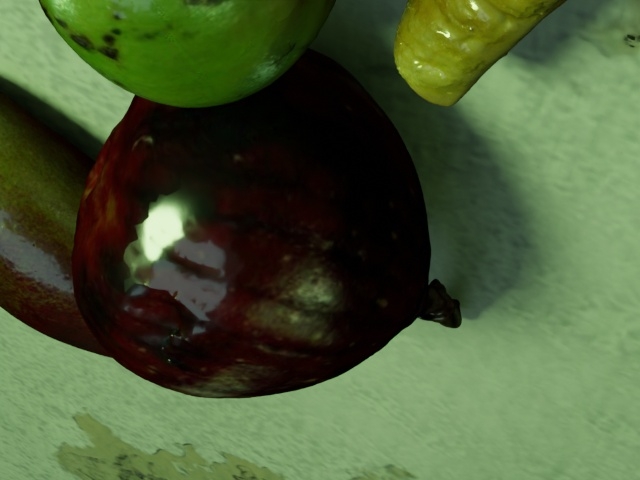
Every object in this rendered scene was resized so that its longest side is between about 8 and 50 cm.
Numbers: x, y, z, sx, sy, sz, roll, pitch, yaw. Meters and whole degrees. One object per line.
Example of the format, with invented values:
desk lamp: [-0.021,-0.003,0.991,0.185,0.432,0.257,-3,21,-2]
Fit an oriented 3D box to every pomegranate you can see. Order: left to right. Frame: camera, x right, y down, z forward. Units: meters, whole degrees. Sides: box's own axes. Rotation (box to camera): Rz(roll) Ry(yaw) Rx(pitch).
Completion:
pomegranate: [-0.077,-0.156,0.601,0.220,0.156,0.156,48,158,31]

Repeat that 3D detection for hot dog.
hot dog: [0.109,-0.138,0.520,0.061,0.088,0.286,39,143,-6]

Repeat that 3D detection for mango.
mango: [-0.186,-0.006,0.892,0.267,0.111,0.133,43,156,-13]

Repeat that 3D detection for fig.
fig: [-0.007,0.008,0.723,0.250,0.186,0.203,26,129,-10]
